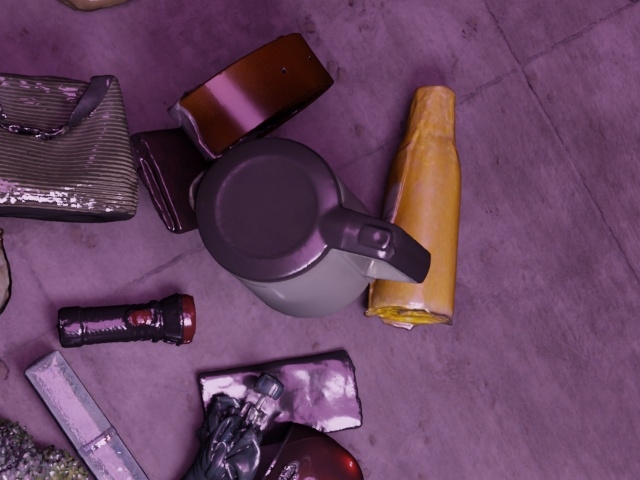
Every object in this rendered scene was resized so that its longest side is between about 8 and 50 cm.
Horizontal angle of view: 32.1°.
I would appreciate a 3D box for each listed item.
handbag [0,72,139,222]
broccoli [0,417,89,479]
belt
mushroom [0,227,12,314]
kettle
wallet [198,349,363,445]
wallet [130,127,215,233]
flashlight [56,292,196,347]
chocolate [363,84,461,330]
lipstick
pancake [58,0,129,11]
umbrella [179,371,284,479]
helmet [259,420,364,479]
[{"bbox_3d":[-0.465,-0.149,1.804,0.340,0.247,0.240,2,85,-26],"label":"handbag"},{"bbox_3d":[-0.605,0.461,1.727,0.353,0.275,0.397,32,92,1],"label":"broccoli"},{"bbox_3d":[-0.114,-0.246,1.894,0.122,0.217,0.338,54,34,-2],"label":"belt"},{"bbox_3d":[-0.661,0.088,1.784,0.344,0.130,0.248,-18,92,-17],"label":"mushroom"},{"bbox_3d":[0.000,0.000,1.787,0.361,0.377,0.250,20,84,12],"label":"kettle"},{"bbox_3d":[-0.069,0.284,1.965,0.285,0.030,0.146,-8,84,-15],"label":"wallet"},{"bbox_3d":[-0.216,-0.112,1.909,0.229,0.049,0.182,-20,87,-56],"label":"wallet"},{"bbox_3d":[-0.330,0.139,1.886,0.231,0.093,0.093,-2,83,-15],"label":"flashlight"},{"bbox_3d":[0.179,-0.067,2.029,0.162,0.162,0.446,10,76,-13],"label":"chocolate"},{"bbox_3d":[-0.388,0.315,1.851,0.076,0.077,0.290,-36,92,-16],"label":"lipstick"},{"bbox_3d":[-0.417,-0.550,1.973,0.294,0.049,0.295,2,82,-13],"label":"pancake"},{"bbox_3d":[-0.174,0.376,1.866,0.143,0.094,0.349,33,87,12],"label":"umbrella"},{"bbox_3d":[-0.024,0.419,1.878,0.189,0.193,0.216,-59,139,-9],"label":"helmet"}]
